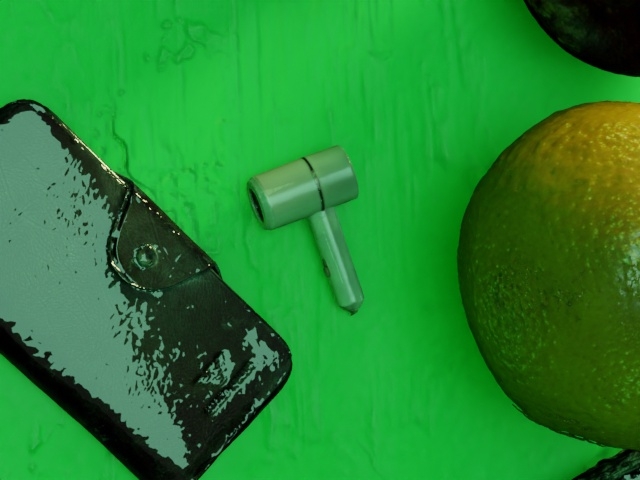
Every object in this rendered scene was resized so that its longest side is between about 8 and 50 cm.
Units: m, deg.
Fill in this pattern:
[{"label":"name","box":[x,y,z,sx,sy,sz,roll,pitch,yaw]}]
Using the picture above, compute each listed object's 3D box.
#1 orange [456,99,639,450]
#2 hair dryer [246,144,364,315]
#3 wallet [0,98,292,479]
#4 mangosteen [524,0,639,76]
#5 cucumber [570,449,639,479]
[{"label":"orange","box":[0.238,0.027,1.433,0.274,0.274,0.274,0,88,-14]},{"label":"hair dryer","box":[0.000,0.000,1.486,0.082,0.047,0.137,-22,101,-13]},{"label":"wallet","box":[-0.174,0.047,1.437,0.318,0.045,0.172,45,80,-10]},{"label":"mangosteen","box":[0.282,-0.263,1.499,0.231,0.231,0.289,55,39,-7]},{"label":"cucumber","box":[0.251,0.209,1.530,0.293,0.067,0.068,-24,94,-12]}]
